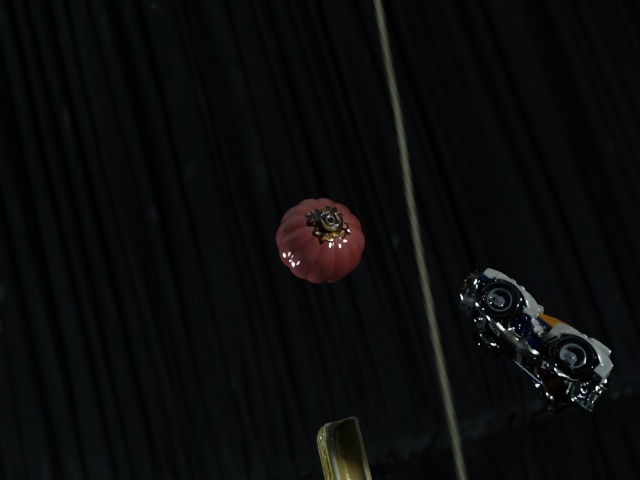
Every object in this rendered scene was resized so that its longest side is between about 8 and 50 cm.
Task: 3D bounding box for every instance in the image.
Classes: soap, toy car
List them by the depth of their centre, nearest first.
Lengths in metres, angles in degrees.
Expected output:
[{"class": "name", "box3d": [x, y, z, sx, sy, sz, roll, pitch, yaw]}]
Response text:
[{"class": "toy car", "box3d": [0.361, 0.162, 1.708, 0.118, 0.301, 0.193, -42, 155, -13]}, {"class": "soap", "box3d": [0.061, 0.504, 2.000, 0.089, 0.274, 0.173, -11, 160, -7]}]

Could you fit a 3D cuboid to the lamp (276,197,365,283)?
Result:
[{"class": "lamp", "box3d": [0.000, 0.000, 1.198, 0.108, 0.107, 0.092, -8, 151, -24]}]
